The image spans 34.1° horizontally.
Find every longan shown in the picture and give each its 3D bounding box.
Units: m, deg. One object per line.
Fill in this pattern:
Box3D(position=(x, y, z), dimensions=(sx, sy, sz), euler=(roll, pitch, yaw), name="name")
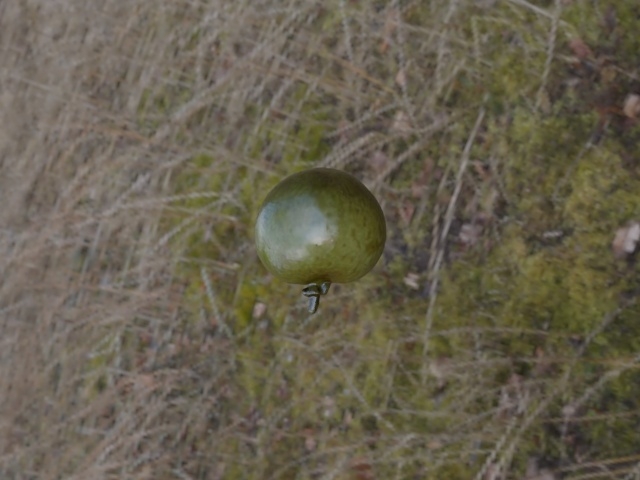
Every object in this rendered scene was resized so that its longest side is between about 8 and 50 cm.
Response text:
Box3D(position=(0.000, 0.000, 0.590), dimensions=(0.075, 0.075, 0.083), euler=(-5, 83, 58), name="longan")
